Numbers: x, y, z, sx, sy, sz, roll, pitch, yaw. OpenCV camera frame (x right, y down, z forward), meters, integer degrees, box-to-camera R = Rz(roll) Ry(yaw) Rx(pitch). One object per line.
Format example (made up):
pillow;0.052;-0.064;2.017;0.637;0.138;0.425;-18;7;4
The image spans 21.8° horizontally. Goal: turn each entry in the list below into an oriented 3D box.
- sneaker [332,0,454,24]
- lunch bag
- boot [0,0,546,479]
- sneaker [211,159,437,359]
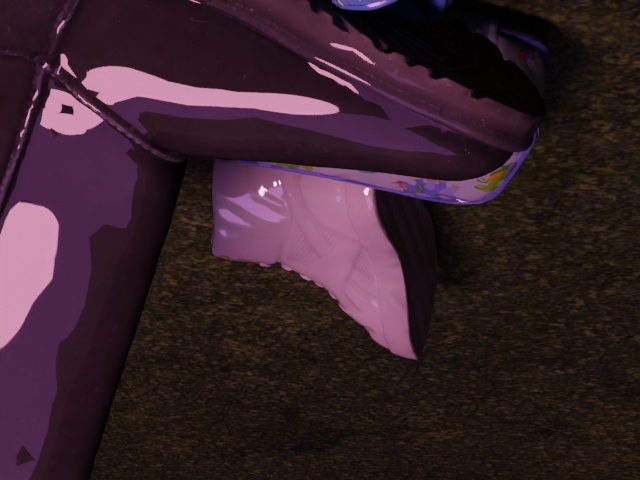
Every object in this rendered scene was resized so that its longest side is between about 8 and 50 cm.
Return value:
sneaker;0.030;-0.197;0.863;0.091;0.126;0.240;-3;155;29
lunch bag;0.036;-0.099;1.149;0.219;0.090;0.176;12;157;-5
boot;-0.116;0.019;1.038;0.367;0.445;0.146;27;-159;4
sneaker;0.000;0.000;1.403;0.169;0.108;0.292;4;148;18
